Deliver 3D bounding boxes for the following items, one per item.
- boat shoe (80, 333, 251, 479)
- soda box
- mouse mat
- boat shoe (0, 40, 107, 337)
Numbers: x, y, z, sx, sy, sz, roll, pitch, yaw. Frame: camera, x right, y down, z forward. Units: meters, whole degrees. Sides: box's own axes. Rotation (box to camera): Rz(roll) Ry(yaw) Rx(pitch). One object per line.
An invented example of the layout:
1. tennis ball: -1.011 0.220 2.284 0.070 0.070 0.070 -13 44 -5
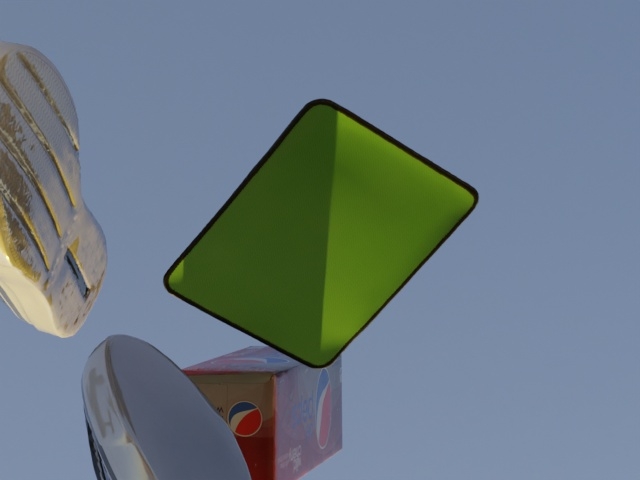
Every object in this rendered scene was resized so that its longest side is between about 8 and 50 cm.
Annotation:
1. boat shoe: -0.062 0.148 0.799 0.076 0.228 0.080 -42 -28 21
2. soda box: -0.046 0.135 1.400 0.083 0.263 0.092 0 -89 12
3. mouse mat: 0.000 0.000 1.271 0.152 0.007 0.189 30 -64 -26
4. boat shoe: -0.228 -0.027 1.206 0.119 0.121 0.335 16 -26 9
